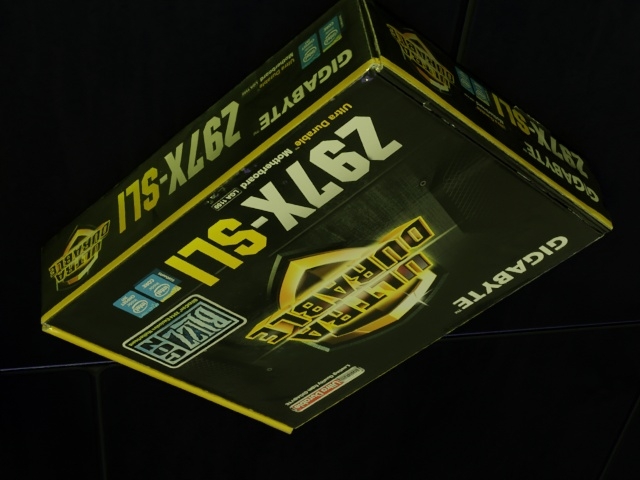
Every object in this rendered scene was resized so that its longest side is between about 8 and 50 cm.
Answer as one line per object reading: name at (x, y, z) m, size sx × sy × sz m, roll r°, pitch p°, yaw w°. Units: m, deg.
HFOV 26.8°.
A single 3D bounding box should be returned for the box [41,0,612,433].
box at (0.000, 0.000, 0.949) m, size 0.322 × 0.079 × 0.257 m, roll -35°, pitch 134°, yaw 27°
